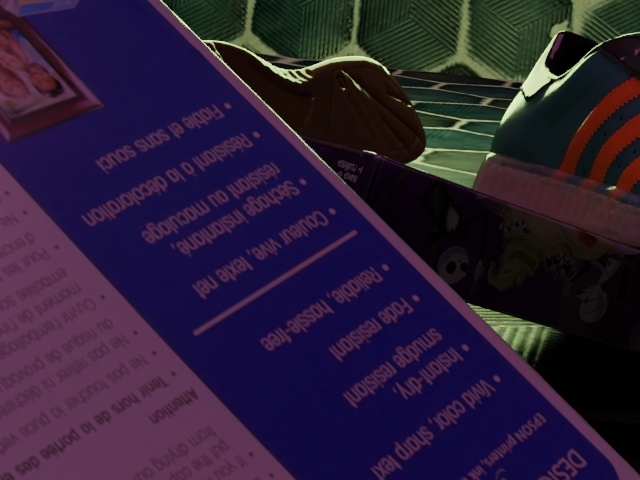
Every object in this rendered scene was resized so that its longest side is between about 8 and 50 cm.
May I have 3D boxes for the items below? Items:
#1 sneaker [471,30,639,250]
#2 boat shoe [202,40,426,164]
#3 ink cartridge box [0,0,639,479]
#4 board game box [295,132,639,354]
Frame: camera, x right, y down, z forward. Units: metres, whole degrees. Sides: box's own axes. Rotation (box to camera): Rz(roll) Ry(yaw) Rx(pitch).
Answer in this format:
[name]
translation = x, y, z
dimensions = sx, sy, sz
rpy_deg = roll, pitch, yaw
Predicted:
[sneaker]
translation = 0.182, -0.047, 0.846
dimensions = 0.108, 0.121, 0.302
rpy_deg = 17, 1, -31
[boat shoe]
translation = -0.053, -0.058, 1.184
dimensions = 0.110, 0.122, 0.341
rpy_deg = -32, -14, 31
[ink cartridge box]
translation = -0.066, 0.021, 0.386
dimensions = 0.371, 0.069, 0.175
rpy_deg = 43, 42, 14
[board game box]
translation = 0.082, 0.009, 0.778
dimensions = 0.346, 0.056, 0.208
rpy_deg = 17, 5, -38
